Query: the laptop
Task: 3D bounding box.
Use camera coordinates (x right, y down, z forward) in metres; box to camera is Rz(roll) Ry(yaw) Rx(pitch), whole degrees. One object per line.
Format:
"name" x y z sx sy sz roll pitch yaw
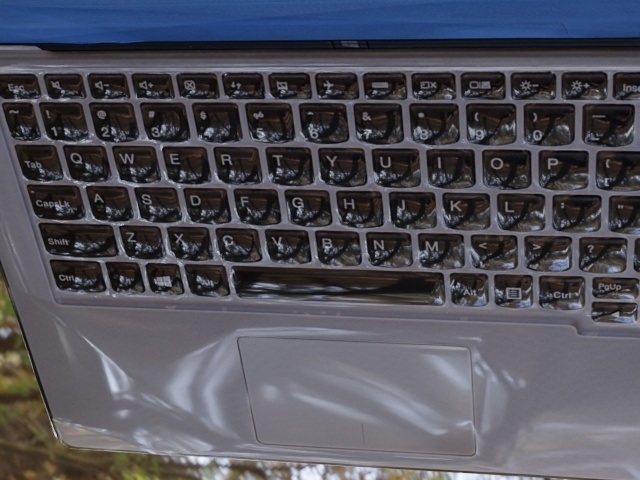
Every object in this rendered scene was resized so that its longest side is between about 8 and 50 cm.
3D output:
"laptop" 0.001 0.023 0.472 0.381 0.408 0.236 2 -142 12
